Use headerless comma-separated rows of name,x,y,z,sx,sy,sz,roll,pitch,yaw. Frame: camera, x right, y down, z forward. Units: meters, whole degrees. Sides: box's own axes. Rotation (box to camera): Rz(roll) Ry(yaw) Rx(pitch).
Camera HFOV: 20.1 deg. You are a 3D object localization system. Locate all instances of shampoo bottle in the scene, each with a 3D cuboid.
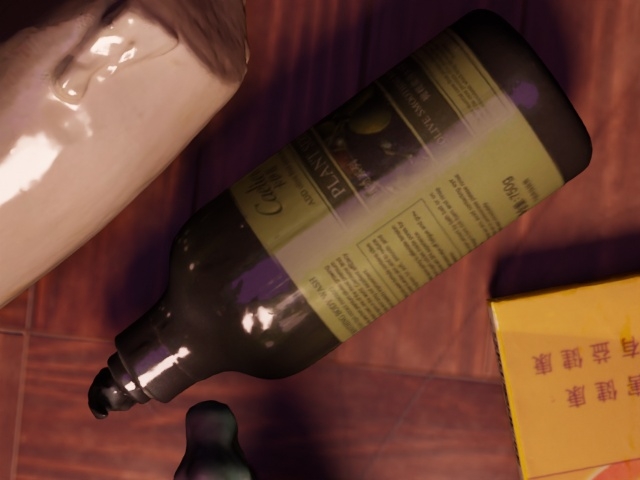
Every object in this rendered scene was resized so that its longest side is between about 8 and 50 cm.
shampoo bottle,0.000,0.000,0.928,0.284,0.101,0.101,-36,92,2

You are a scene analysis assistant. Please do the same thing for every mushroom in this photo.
mushroom,-0.188,-0.025,0.907,0.407,0.154,0.137,-43,132,4

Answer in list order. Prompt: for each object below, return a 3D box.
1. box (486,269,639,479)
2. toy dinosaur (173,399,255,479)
box,0.187,0.149,0.961,0.152,0.043,0.269,-10,92,1
toy dinosaur,-0.010,0.248,0.823,0.129,0.331,0.384,-9,90,3
